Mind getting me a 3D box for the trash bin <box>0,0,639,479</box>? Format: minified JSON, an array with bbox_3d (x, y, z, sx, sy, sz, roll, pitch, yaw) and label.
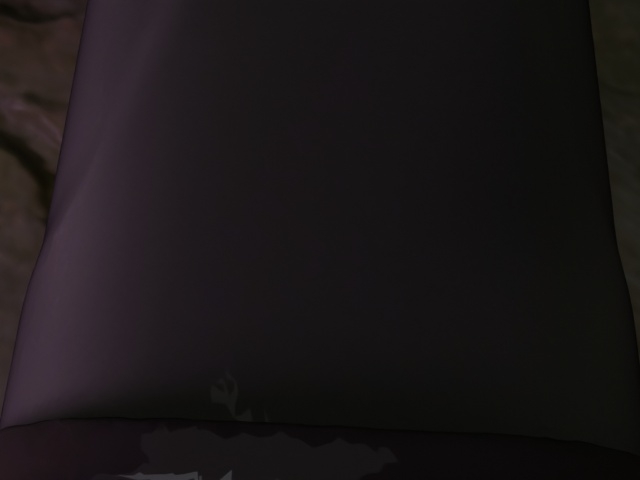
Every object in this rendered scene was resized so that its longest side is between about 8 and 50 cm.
[{"bbox_3d":[0.000,0.000,0.556,0.220,0.219,0.250,5,63,-6],"label":"trash bin"}]
